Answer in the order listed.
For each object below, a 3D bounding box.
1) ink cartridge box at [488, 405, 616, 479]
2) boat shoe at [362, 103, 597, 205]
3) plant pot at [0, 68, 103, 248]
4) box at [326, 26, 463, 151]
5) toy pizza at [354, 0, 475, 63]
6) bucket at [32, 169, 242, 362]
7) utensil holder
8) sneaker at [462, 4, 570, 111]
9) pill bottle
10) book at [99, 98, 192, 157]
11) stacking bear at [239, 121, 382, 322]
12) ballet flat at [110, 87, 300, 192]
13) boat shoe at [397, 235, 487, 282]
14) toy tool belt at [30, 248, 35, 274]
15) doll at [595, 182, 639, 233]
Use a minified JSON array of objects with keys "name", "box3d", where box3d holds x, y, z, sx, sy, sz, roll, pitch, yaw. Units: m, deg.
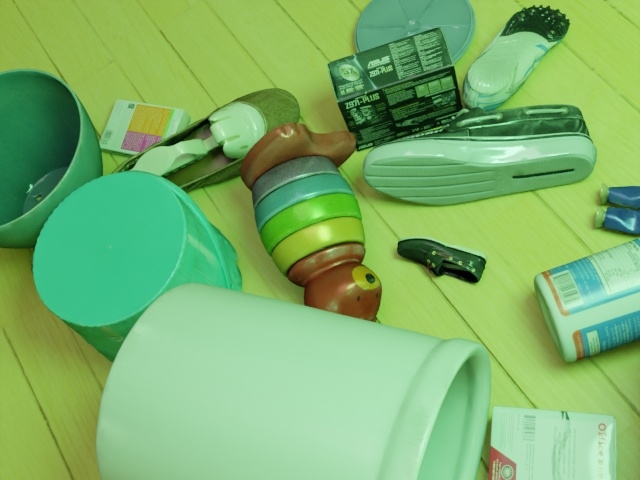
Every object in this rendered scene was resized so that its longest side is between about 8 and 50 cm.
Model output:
[{"name":"ink cartridge box","box3d":[0.290,0.272,1.086,0.150,0.063,0.109,2,66,17]},{"name":"boat shoe","box3d":[0.229,-0.134,1.280,0.334,0.121,0.119,-3,57,3]},{"name":"plant pot","box3d":[-0.472,-0.102,1.410,0.290,0.195,0.290,-6,63,13]},{"name":"box","box3d":[0.117,-0.227,1.325,0.180,0.147,0.078,-17,62,9]},{"name":"toy pizza","box3d":[0.156,-0.345,1.435,0.201,0.032,0.201,-6,65,13]},{"name":"bucket","box3d":[-0.273,0.042,1.291,0.281,0.183,0.281,-7,64,13]},{"name":"utensil holder","box3d":[-0.026,0.235,1.050,0.385,0.328,0.328,13,70,23]},{"name":"sneaker","box3d":[0.298,-0.282,1.342,0.085,0.086,0.237,41,67,13]},{"name":"pill bottle","box3d":[0.399,0.066,1.117,0.221,0.124,0.124,-19,62,7]},{"name":"book","box3d":[-0.305,-0.188,1.496,0.144,0.035,0.096,13,74,22]},{"name":"stacking bear","box3d":[0.000,0.000,1.251,0.164,0.175,0.289,-35,67,36]},{"name":"ballet flat","box3d":[-0.191,-0.147,1.383,0.342,0.124,0.116,-24,86,4]},{"name":"boat shoe","box3d":[0.170,0.027,1.245,0.132,0.049,0.042,14,62,17]},{"name":"toy tool belt","box3d":[-0.445,0.049,1.421,0.083,0.052,0.051,35,110,30]},{"name":"doll","box3d":[0.480,-0.042,1.189,0.188,0.046,0.129,10,70,21]}]
